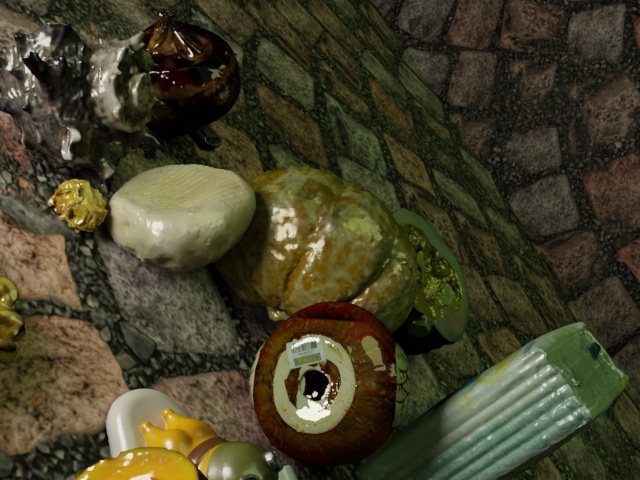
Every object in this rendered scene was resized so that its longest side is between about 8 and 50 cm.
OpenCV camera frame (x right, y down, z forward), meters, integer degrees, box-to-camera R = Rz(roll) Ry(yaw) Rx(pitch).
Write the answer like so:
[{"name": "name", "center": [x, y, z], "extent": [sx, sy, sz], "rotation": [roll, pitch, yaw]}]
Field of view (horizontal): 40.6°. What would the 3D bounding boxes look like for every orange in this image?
[{"name": "orange", "center": [0.000, 0.000, 1.444], "extent": [0.369, 0.210, 0.271], "rotation": [28, 55, 11]}]

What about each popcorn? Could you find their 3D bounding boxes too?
[{"name": "popcorn", "center": [-0.350, -0.049, 1.253], "extent": [0.082, 0.057, 0.083], "rotation": [54, 21, -9]}]

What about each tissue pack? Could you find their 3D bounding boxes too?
[{"name": "tissue pack", "center": [0.282, 0.305, 1.414], "extent": [0.162, 0.388, 0.287], "rotation": [56, 26, 15]}]

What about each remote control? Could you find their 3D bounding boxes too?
[{"name": "remote control", "center": [-0.266, -0.268, 1.719], "extent": [0.212, 0.028, 0.059], "rotation": [56, 25, 13]}]

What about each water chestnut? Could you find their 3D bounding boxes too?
[{"name": "water chestnut", "center": [-0.259, -0.307, 1.565], "extent": [0.224, 0.238, 0.223], "rotation": [2, 50, -2]}]

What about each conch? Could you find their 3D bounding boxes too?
[{"name": "conch", "center": [-0.341, -0.216, 1.283], "extent": [0.186, 0.240, 0.313], "rotation": [36, 8, 39]}]

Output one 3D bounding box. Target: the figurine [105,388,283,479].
[{"name": "figurine", "center": [-0.145, 0.262, 1.043], "extent": [0.250, 0.141, 0.167], "rotation": [51, 36, 8]}]

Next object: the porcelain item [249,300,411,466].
[{"name": "porcelain item", "center": [0.024, 0.217, 1.314], "extent": [0.253, 0.253, 0.253], "rotation": [38, 28, -24]}]

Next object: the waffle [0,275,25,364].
[{"name": "waffle", "center": [-0.462, 0.054, 0.931], "extent": [0.300, 0.058, 0.282], "rotation": [53, 24, 8]}]

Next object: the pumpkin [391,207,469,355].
[{"name": "pumpkin", "center": [0.137, 0.100, 1.691], "extent": [0.293, 0.197, 0.263], "rotation": [45, 34, -29]}]

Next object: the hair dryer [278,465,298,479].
[{"name": "hair dryer", "center": [-0.077, 0.354, 1.170], "extent": [0.137, 0.047, 0.082], "rotation": [11, 46, -46]}]

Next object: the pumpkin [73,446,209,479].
[{"name": "pumpkin", "center": [-0.165, 0.392, 0.829], "extent": [0.324, 0.242, 0.232], "rotation": [-99, 170, -54]}]

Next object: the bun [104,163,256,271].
[{"name": "bun", "center": [-0.212, -0.027, 1.334], "extent": [0.231, 0.231, 0.133], "rotation": [-90, 179, -59]}]
